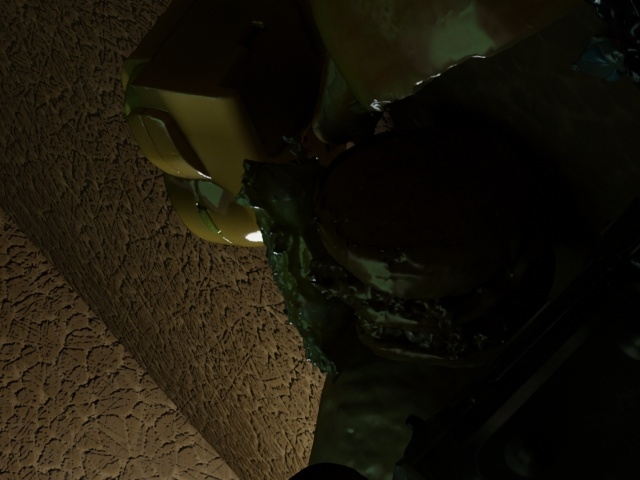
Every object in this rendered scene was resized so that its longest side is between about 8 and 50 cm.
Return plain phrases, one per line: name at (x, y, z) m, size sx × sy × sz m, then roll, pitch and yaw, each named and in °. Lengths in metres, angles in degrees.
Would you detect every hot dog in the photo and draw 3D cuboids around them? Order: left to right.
hot dog at (0.046, -0.174, 1.504) m, size 0.072 × 0.109 × 0.269 m, roll 35°, pitch 158°, yaw 10°

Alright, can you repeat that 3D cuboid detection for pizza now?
pizza at (0.000, 0.000, 1.546) m, size 0.075 × 0.280 × 0.287 m, roll 4°, pitch 159°, yaw 37°

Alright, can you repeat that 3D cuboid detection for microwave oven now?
microwave oven at (0.256, 0.199, 1.331) m, size 0.247 × 0.394 × 0.333 m, roll 40°, pitch 155°, yaw 21°

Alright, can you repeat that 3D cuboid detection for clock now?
clock at (-0.085, -0.132, 1.650) m, size 0.200 × 0.244 × 0.317 m, roll 10°, pitch 142°, yaw 34°

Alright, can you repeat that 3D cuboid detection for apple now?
apple at (0.132, -0.258, 1.133) m, size 0.252 × 0.314 × 0.309 m, roll 11°, pitch 170°, yaw -18°

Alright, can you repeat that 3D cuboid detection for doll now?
doll at (0.258, -0.163, 1.226) m, size 0.057 × 0.039 × 0.114 m, roll 13°, pitch 162°, yaw -28°

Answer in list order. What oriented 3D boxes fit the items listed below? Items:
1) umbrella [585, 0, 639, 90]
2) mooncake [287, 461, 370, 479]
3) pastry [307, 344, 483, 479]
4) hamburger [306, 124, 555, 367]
umbrella at (0.315, -0.100, 1.028) m, size 0.357 × 0.113 × 0.106 m, roll 36°, pitch 169°, yaw -19°
mooncake at (0.036, 0.315, 1.242) m, size 0.245 × 0.133 × 0.245 m, roll 40°, pitch 149°, yaw 30°
pastry at (0.149, 0.270, 1.707) m, size 0.312 × 0.388 × 0.388 m, roll 10°, pitch 145°, yaw 13°
hamburger at (0.115, 0.014, 1.468) m, size 0.245 × 0.260 × 0.211 m, roll -114°, pitch 4°, yaw -50°
